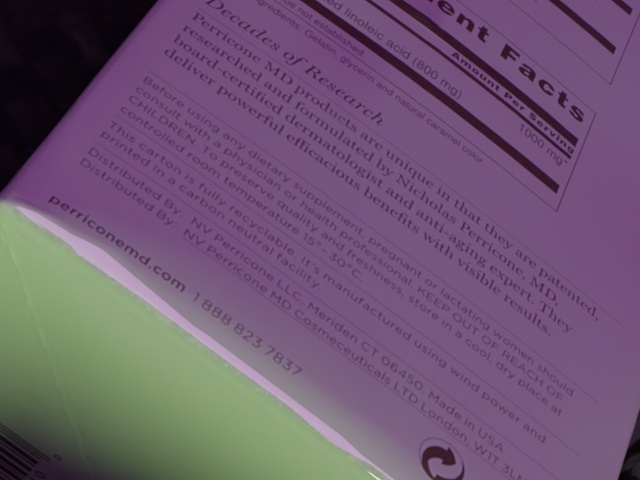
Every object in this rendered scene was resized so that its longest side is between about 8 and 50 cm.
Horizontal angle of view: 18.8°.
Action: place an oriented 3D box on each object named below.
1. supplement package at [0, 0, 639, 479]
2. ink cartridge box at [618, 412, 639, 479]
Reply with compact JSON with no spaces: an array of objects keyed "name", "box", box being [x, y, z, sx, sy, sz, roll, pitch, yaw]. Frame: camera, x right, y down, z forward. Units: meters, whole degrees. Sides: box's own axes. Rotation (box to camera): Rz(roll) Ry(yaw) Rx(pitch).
[{"name":"supplement package","box":[0.000,0.000,0.477,0.134,0.139,0.244,37,40,-6]},{"name":"ink cartridge box","box":[0.148,0.108,0.450,0.198,0.197,0.270,33,41,-10]}]
